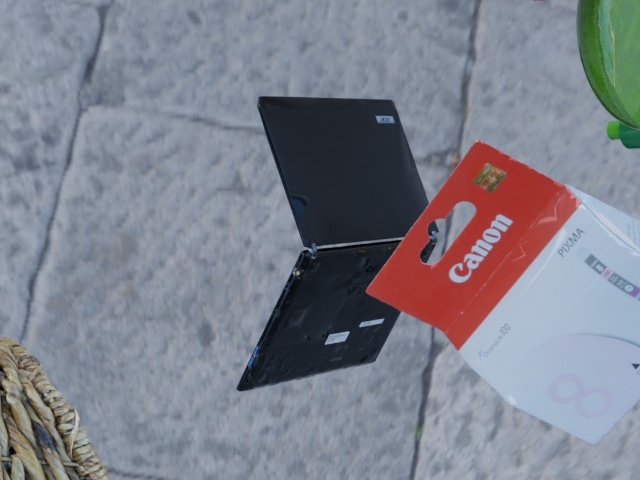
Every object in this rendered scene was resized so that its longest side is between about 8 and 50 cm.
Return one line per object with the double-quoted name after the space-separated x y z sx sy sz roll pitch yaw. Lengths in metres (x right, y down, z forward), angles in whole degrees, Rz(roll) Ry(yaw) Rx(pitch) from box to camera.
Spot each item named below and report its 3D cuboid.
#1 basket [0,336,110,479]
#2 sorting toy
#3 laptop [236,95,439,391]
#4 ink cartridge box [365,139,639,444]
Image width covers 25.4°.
-0.264 0.191 1.211 0.223 0.299 0.213 7 76 -18 "basket"
0.147 -0.140 0.893 0.126 0.365 0.127 0 66 42 "sorting toy"
0.000 0.000 1.468 0.136 0.264 0.234 39 26 29 "laptop"
0.179 0.048 1.147 0.232 0.189 0.066 24 36 -15 "ink cartridge box"
